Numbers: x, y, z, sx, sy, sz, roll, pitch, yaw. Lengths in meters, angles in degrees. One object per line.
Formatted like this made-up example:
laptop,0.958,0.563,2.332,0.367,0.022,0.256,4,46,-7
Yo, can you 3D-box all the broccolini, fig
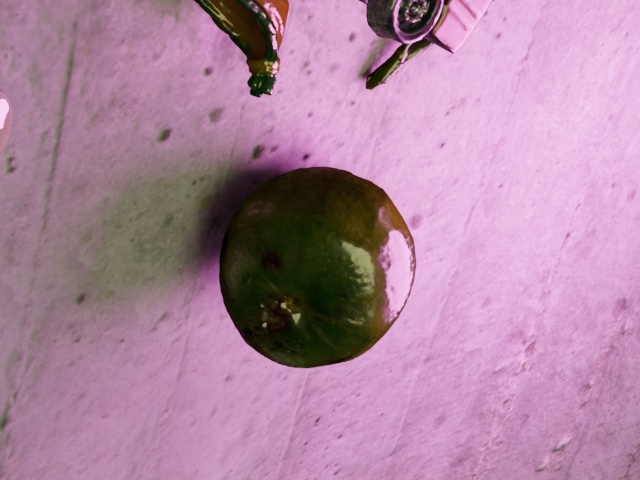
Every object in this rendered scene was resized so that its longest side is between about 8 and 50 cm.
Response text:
broccolini,0.117,-0.232,1.560,0.201,0.058,0.074,-35,129,8
fig,0.000,0.000,1.574,0.203,0.235,0.203,3,120,5

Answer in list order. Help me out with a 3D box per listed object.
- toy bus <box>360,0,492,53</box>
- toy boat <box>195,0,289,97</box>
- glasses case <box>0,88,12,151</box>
toy bus,0.010,-0.338,1.222,0.233,0.203,0.427,-54,144,0
toy boat,-0.098,-0.210,1.316,0.229,0.089,0.088,39,72,-45
glasses case,-0.344,-0.083,1.221,0.204,0.051,0.081,-16,132,-34
